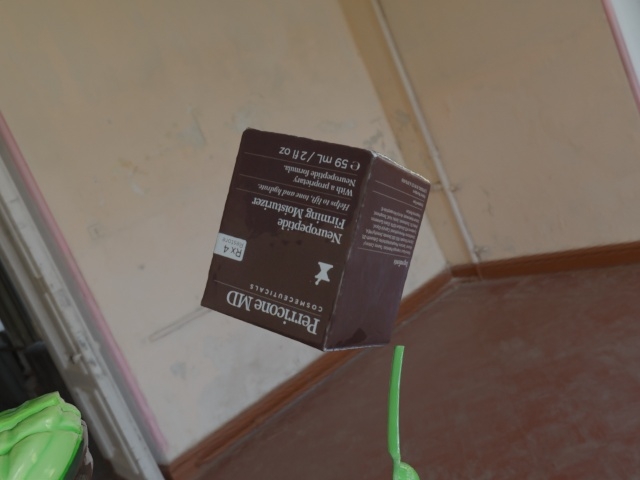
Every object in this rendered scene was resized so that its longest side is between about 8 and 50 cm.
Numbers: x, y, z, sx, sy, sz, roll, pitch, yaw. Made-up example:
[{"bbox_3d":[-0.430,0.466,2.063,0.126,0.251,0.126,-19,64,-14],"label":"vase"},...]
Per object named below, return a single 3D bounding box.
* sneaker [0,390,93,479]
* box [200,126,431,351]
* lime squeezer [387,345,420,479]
[{"bbox_3d":[-0.211,0.243,0.435,0.185,0.202,0.483,-34,-7,-27],"label":"sneaker"},{"bbox_3d":[0.000,0.000,0.705,0.168,0.203,0.167,15,1,29],"label":"box"},{"bbox_3d":[0.111,0.265,0.635,0.110,0.310,0.059,-34,-22,13],"label":"lime squeezer"}]
